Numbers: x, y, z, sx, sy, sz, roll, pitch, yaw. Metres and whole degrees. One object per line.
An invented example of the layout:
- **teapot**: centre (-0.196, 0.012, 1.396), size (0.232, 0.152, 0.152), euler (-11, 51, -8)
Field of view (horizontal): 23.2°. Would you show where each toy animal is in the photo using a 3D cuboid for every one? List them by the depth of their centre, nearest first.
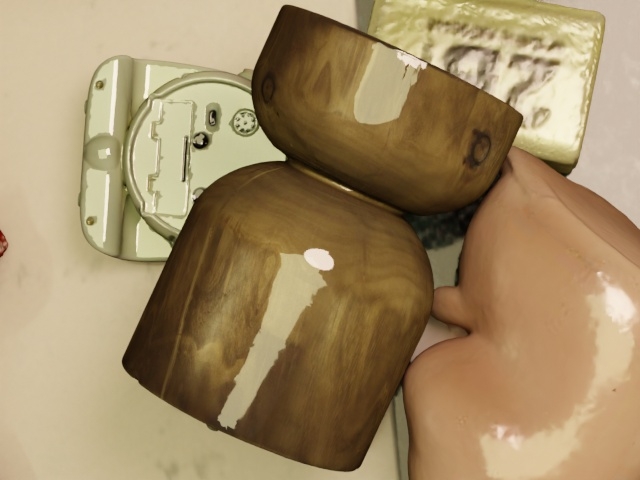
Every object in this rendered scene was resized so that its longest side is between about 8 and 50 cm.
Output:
- **toy animal**: centre (0.144, 0.091, 1.061), size (0.213, 0.195, 0.256), euler (38, 102, 46)

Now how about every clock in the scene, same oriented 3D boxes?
- **clock**: centre (-0.079, -0.058, 1.152), size (0.191, 0.062, 0.151), euler (3, 86, 3)

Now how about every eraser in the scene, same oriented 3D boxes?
- **eraser**: centre (0.115, -0.123, 1.146), size (0.172, 0.058, 0.117), euler (12, 86, 5)

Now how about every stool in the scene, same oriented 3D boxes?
- **stool**: centre (0.000, 0.000, 1.037), size (0.179, 0.179, 0.264), euler (25, 94, 5)

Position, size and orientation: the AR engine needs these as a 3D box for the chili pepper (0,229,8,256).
- **chili pepper**: centre (-0.319, -0.002, 1.025), size (0.134, 0.338, 0.131), euler (34, 86, 8)
